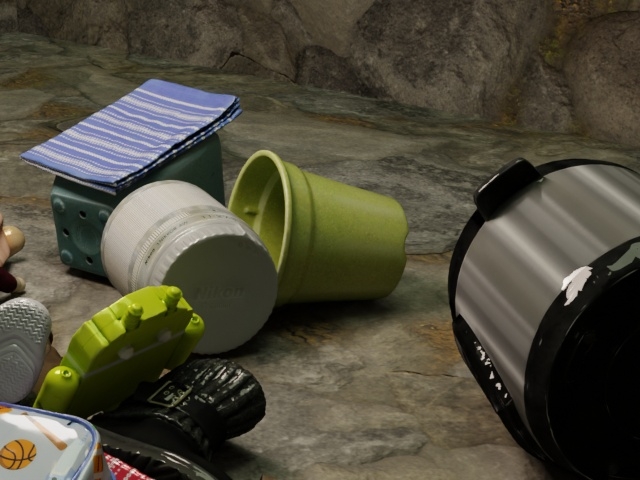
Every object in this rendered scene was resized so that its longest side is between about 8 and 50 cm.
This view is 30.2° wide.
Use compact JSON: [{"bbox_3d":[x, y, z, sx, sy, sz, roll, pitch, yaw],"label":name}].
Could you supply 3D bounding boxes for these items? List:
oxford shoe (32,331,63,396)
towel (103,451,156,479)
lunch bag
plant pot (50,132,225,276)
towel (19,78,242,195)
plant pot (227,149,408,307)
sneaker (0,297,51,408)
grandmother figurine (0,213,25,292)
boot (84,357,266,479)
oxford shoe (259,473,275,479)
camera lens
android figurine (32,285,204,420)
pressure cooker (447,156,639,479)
[{"bbox_3d":[-0.397,0.185,1.680,0.096,0.083,0.227,19,17,-12],"label":"oxford shoe"},{"bbox_3d":[-0.238,0.326,1.232,0.275,0.031,0.199,19,57,38],"label":"towel"},{"bbox_3d":[-0.351,0.298,1.176,0.243,0.115,0.303,9,42,19],"label":"lunch bag"},{"bbox_3d":[-0.343,-0.058,2.125,0.247,0.248,0.252,14,32,28],"label":"plant pot"},{"bbox_3d":[-0.328,-0.196,2.093,0.243,0.040,0.336,18,40,34],"label":"towel"},{"bbox_3d":[0.000,0.000,2.013,0.254,0.276,0.276,6,17,-25],"label":"plant pot"},{"bbox_3d":[-0.393,0.170,1.448,0.101,0.268,0.153,30,15,-1],"label":"sneaker"},{"bbox_3d":[-0.580,0.022,1.968,0.208,0.104,0.342,23,9,-14],"label":"grandmother figurine"},{"bbox_3d":[-0.143,0.253,1.421,0.348,0.131,0.260,19,25,39],"label":"boot"},{"bbox_3d":[-0.040,0.331,1.314,0.076,0.076,0.212,17,21,-5],"label":"oxford shoe"},{"bbox_3d":[-0.212,0.038,1.883,0.219,0.219,0.274,-7,22,-26],"label":"camera lens"},{"bbox_3d":[-0.254,0.153,1.507,0.248,0.273,0.056,-22,64,-46],"label":"android figurine"},{"bbox_3d":[0.377,0.090,1.607,0.375,0.370,0.420,1,23,-16],"label":"pressure cooker"}]
